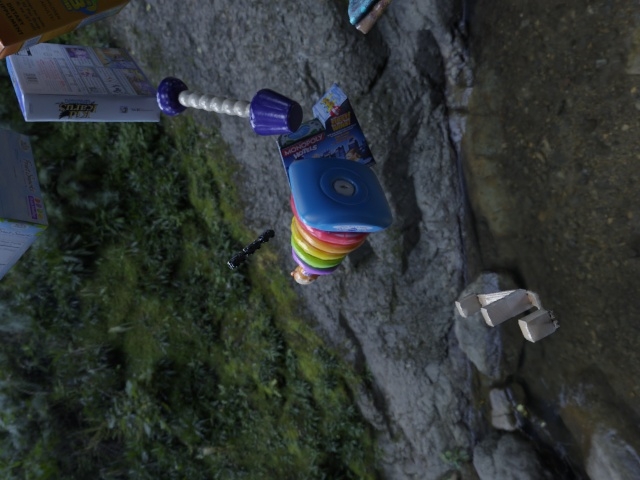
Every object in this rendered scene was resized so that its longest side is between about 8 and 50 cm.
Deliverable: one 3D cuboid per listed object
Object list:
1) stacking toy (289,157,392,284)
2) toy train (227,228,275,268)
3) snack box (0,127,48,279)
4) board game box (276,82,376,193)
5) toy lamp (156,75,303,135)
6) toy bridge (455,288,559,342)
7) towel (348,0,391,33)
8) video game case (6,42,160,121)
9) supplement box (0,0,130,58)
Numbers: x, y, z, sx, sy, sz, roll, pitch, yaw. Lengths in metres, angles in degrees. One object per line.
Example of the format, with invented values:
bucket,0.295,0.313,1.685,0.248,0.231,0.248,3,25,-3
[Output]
stacking toy,0.000,0.000,0.934,0.301,0.175,0.165,115,150,-47
toy train,-0.181,0.021,1.241,0.036,0.158,0.027,-3,123,53
snack box,-0.494,-0.036,0.700,0.207,0.070,0.174,-38,63,24
board game box,0.008,-0.200,0.946,0.194,0.194,0.060,77,166,-51
toy lamp,-0.158,-0.229,0.818,0.275,0.080,0.080,14,124,26
toy bridge,0.232,0.082,0.590,0.026,0.063,0.188,65,174,-3
towel,0.119,-0.425,0.571,0.271,0.040,0.370,-45,27,35
video game case,-0.494,-0.330,0.993,0.269,0.244,0.061,50,137,37
supplement box,-0.435,-0.383,0.781,0.080,0.233,0.078,1,127,48
